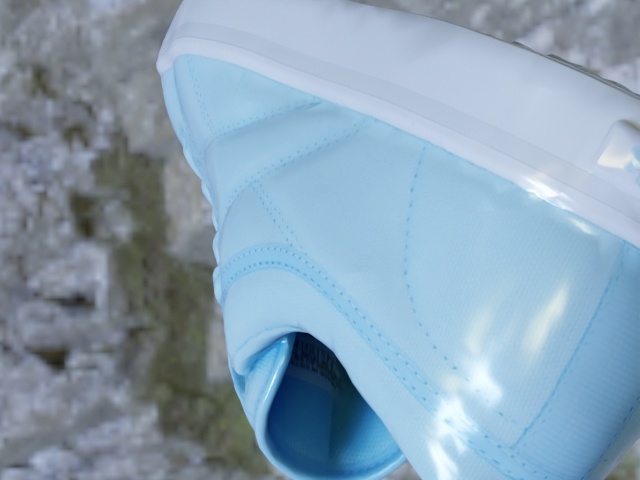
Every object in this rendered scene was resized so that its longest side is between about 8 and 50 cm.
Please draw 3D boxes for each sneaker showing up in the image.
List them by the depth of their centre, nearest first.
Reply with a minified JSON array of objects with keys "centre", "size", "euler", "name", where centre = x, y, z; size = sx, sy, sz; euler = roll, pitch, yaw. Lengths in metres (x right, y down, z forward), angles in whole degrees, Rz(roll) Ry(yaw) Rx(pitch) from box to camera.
[{"centre":[0.000,0.000,0.600],"size":[0.135,0.150,0.366],"euler":[30,179,-20],"name":"sneaker"}]
